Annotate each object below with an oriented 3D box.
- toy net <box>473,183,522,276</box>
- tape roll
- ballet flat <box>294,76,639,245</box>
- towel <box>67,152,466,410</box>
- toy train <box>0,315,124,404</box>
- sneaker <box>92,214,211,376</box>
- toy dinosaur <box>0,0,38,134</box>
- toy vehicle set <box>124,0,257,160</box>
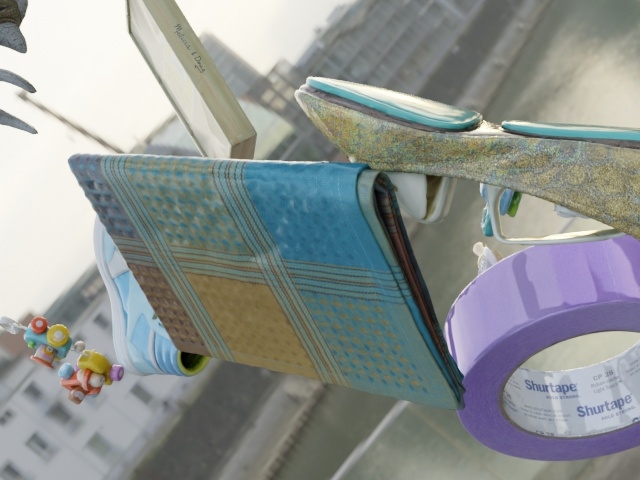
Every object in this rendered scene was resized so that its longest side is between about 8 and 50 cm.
[{"bbox_3d":[0.201,-0.011,1.349,0.122,0.045,0.232,103,177,-56],"label":"toy net"},{"bbox_3d":[0.266,0.114,1.240,0.275,0.274,0.090,-49,33,38],"label":"tape roll"},{"bbox_3d":[0.134,-0.059,1.024,0.123,0.348,0.123,11,-90,-72],"label":"ballet flat"},{"bbox_3d":[-0.053,0.029,1.153,0.370,0.271,0.040,7,44,39],"label":"towel"},{"bbox_3d":[-0.305,0.149,1.436,0.125,0.166,0.046,-6,52,39],"label":"toy train"},{"bbox_3d":[-0.245,0.072,1.953,0.208,0.319,0.127,5,22,43],"label":"sneaker"},{"bbox_3d":[-0.287,-0.074,0.544,0.313,0.160,0.121,-24,-14,20],"label":"toy dinosaur"},{"bbox_3d":[-0.165,-0.201,1.522,0.035,0.267,0.166,-29,-11,-15],"label":"toy vehicle set"}]
